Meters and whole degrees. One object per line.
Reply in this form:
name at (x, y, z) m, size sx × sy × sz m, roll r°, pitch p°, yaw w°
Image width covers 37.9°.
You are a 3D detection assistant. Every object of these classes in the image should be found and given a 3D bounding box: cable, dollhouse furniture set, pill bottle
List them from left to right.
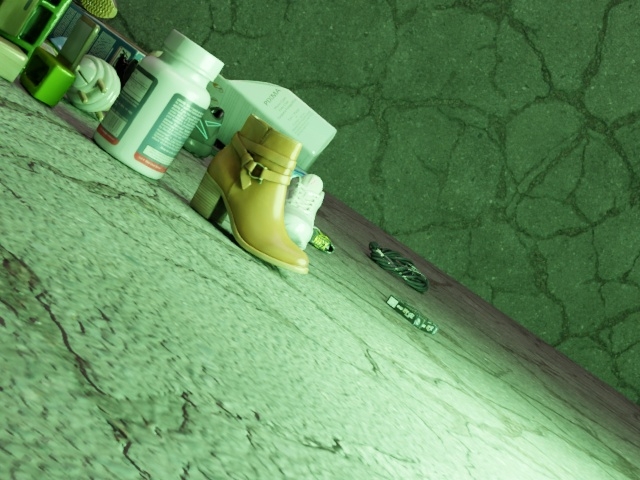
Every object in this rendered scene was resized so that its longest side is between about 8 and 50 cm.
dollhouse furniture set at (-0.455, -0.330, 1.209) m, size 0.301 × 0.151 × 0.197 m, roll 30°, pitch 7°, yaw -42°
pill bottle at (-0.210, -0.182, 1.240) m, size 0.108 × 0.180 × 0.108 m, roll 35°, pitch 5°, yaw -4°
cable at (0.198, 0.067, 2.238) m, size 0.184 × 0.047 × 0.150 m, roll 33°, pitch 6°, yaw -21°

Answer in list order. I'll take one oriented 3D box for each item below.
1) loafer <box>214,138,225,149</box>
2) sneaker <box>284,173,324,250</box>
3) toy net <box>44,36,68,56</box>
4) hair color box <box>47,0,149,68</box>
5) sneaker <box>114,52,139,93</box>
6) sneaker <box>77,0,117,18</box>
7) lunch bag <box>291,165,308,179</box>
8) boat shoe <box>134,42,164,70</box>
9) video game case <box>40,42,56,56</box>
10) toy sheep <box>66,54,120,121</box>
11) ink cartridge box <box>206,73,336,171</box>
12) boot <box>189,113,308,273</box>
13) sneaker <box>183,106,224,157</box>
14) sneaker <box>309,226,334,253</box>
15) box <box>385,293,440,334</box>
loafer at (-0.244, -0.274, 2.363) m, size 0.220 × 0.080 × 0.078 m, roll 33°, pitch 6°, yaw -11°
sneaker at (-0.041, -0.058, 1.517) m, size 0.090 × 0.115 × 0.232 m, roll 33°, pitch 6°, yaw -11°
toy net at (-0.440, -0.312, 1.762) m, size 0.232 × 0.045 × 0.122 m, roll 44°, pitch -8°, yaw 45°
hair color box at (-0.502, -0.441, 2.148) m, size 0.347 × 0.105 × 0.174 m, roll 38°, pitch 7°, yaw 26°
sneaker at (-0.397, -0.337, 1.949) m, size 0.051 × 0.089 × 0.170 m, roll 35°, pitch 6°, yaw 6°
sneaker at (-0.530, -0.570, 2.164) m, size 0.185 × 0.070 × 0.084 m, roll 36°, pitch 13°, yaw 15°
lunch bag at (-0.103, -0.143, 2.041) m, size 0.151 × 0.096 × 0.129 m, roll 24°, pitch 3°, yaw 0°
boat shoe at (-0.285, -0.268, 1.639) m, size 0.103 × 0.113 × 0.302 m, roll 36°, pitch 26°, yaw -6°
video game case at (-0.552, -0.367, 1.613) m, size 0.206 × 0.026 × 0.227 m, roll 32°, pitch 6°, yaw -26°
toy sheep at (-0.345, -0.235, 1.406) m, size 0.091 × 0.091 × 0.132 m, roll 36°, pitch -13°, yaw 19°
ink cartridge box at (-0.168, -0.297, 2.153) m, size 0.385 × 0.091 × 0.308 m, roll 42°, pitch -20°, yaw -2°
boot at (-0.063, -0.061, 1.210) m, size 0.197 × 0.152 × 0.073 m, roll 36°, pitch 5°, yaw 14°
sneaker at (-0.283, -0.248, 1.789) m, size 0.101 × 0.106 × 0.267 m, roll 40°, pitch 9°, yaw 29°
sneaker at (0.000, 0.000, 1.706) m, size 0.035 × 0.031 × 0.083 m, roll 39°, pitch 7°, yaw 37°
box at (0.160, 0.128, 1.615) m, size 0.083 × 0.018 × 0.067 m, roll 38°, pitch 6°, yaw 33°
